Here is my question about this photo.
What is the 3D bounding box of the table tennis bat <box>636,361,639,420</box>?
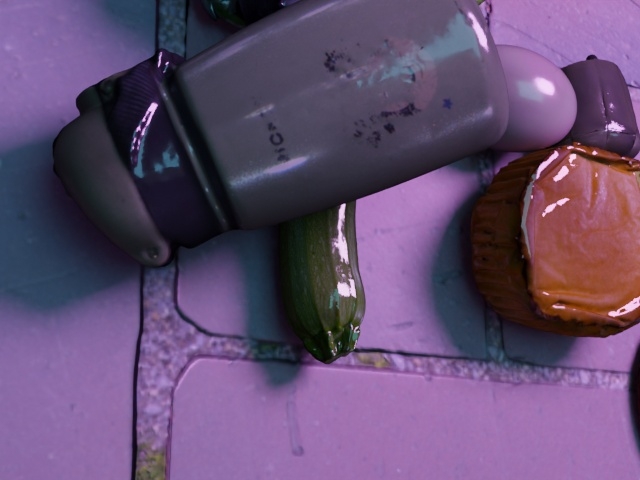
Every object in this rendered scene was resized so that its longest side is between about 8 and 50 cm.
[{"bbox_3d":[0.407,0.139,1.110,0.200,0.038,0.310,-7,82,-29],"label":"table tennis bat"}]

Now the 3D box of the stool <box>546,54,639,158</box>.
[{"bbox_3d":[0.281,-0.128,1.088,0.096,0.096,0.110,6,69,-25],"label":"stool"}]

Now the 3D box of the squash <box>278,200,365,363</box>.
[{"bbox_3d":[0.000,0.000,0.918,0.068,0.077,0.219,35,46,-63],"label":"squash"}]

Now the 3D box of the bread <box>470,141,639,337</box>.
[{"bbox_3d":[0.239,0.002,1.016,0.199,0.104,0.199,1,88,-27],"label":"bread"}]

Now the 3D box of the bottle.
[{"bbox_3d":[-0.037,-0.094,0.827,0.347,0.168,0.168,-22,85,-3],"label":"bottle"}]

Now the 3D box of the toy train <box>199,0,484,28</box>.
[{"bbox_3d":[0.008,-0.319,0.967,0.249,0.173,0.307,-4,77,-34],"label":"toy train"}]

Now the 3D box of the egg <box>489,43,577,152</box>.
[{"bbox_3d":[0.186,-0.140,1.032,0.135,0.103,0.103,17,66,6],"label":"egg"}]
